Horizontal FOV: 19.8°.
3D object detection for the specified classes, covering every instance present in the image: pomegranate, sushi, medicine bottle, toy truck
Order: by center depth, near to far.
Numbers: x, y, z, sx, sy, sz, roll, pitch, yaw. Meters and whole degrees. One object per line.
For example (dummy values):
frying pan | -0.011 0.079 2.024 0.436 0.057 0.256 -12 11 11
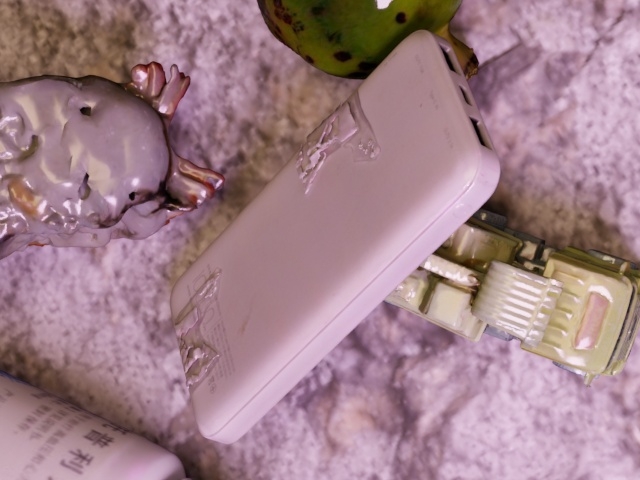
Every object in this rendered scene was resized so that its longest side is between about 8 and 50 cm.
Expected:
toy truck | 0.111 0.026 1.185 0.191 0.116 0.085 21 95 15
pomegranate | 0.037 -0.170 1.207 0.143 0.122 0.169 -39 75 -17
medicine bottle | -0.178 0.197 1.229 0.293 0.170 0.170 24 95 15
sushi | -0.239 -0.038 1.243 0.332 0.130 0.124 -13 86 -15

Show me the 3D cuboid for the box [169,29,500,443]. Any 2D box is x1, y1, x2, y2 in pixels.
box | 0.000 0.000 1.185 0.285 0.044 0.142 -45 41 28
